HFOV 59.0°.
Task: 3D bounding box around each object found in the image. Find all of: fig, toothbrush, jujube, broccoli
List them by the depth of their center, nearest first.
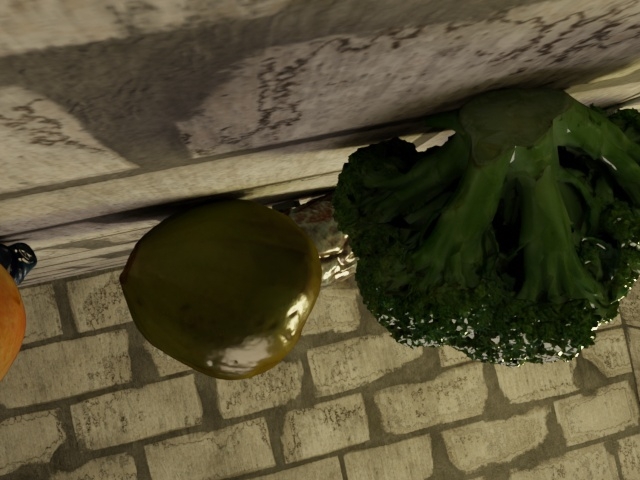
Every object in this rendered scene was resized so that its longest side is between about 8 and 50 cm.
[{"bbox_3d":[0.208,-0.019,0.665,0.414,0.320,0.310,5,177,20],"label":"broccoli"},{"bbox_3d":[0.474,-0.204,0.783,0.024,0.026,0.288,-15,179,-8],"label":"toothbrush"},{"bbox_3d":[-0.182,0.076,1.022,0.344,0.343,0.343,-12,180,0],"label":"fig"},{"bbox_3d":[0.000,0.000,1.282,0.317,0.225,0.226,-27,-172,-34],"label":"jujube"}]

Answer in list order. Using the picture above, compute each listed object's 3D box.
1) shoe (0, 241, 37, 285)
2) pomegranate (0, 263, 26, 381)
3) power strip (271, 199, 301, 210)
[{"bbox_3d":[-0.550,0.038,0.975,0.106,0.091,0.207,-38,-171,-31],"label":"shoe"},{"bbox_3d":[-0.491,0.124,0.675,0.252,0.270,0.229,-19,172,-3],"label":"pomegranate"},{"bbox_3d":[-0.082,-0.084,1.372,0.083,0.017,0.027,-12,-179,36],"label":"power strip"}]
